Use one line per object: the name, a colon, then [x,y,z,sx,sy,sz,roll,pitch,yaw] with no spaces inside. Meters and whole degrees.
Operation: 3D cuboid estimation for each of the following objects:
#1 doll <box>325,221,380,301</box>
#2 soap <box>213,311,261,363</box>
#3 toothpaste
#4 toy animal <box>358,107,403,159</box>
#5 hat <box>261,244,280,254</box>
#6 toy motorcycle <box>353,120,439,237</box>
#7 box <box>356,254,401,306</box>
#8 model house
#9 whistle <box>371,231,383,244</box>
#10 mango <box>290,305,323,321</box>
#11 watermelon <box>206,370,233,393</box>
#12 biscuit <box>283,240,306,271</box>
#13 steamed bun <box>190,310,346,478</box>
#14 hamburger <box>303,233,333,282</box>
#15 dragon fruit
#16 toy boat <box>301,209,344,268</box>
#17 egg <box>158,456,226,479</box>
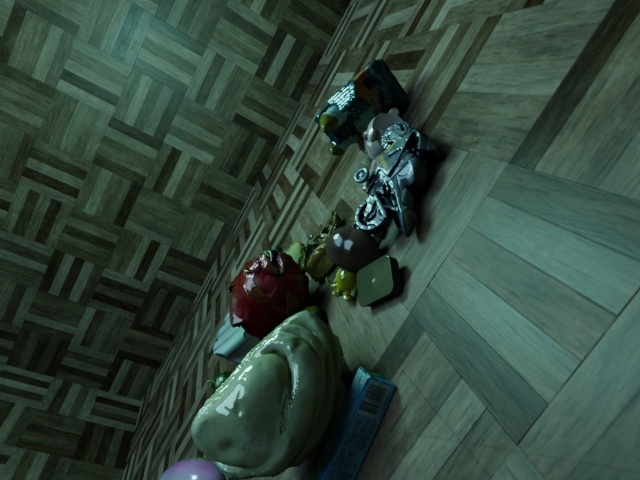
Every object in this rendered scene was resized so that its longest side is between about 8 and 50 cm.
doll: [0.068,0.048,1.055,0.145,0.096,0.188,43,117,26]
soap: [-0.275,0.329,1.558,0.347,0.115,0.208,-44,28,44]
toothpaste: [0.051,0.371,0.785,0.266,0.065,0.050,-66,21,-2]
toy animal: [0.175,-0.270,1.193,0.212,0.124,0.124,105,-175,-77]
hat: [-0.222,0.091,1.755,0.138,0.078,0.191,-53,23,33]
toy motorcycle: [0.182,-0.152,0.992,0.173,0.108,0.307,3,71,42]
box: [0.129,0.093,0.944,0.126,0.031,0.091,-40,46,49]
model house: [0.086,-0.358,1.250,0.253,0.184,0.291,-27,16,47]
whistle: [0.142,-0.031,1.070,0.035,0.035,0.100,-179,99,-68]
mango: [-0.081,0.290,1.142,0.267,0.111,0.133,-60,0,-7]
watermelon: [-0.343,0.517,1.520,0.109,0.109,0.109,-50,25,34]
biscuit: [-0.115,0.090,1.560,0.273,0.036,0.187,-30,40,58]
steamed bun: [-0.077,0.335,0.871,0.339,0.247,0.352,-44,-3,-33]
hamburger: [-0.002,0.033,1.260,0.176,0.102,0.087,-52,12,32]
dragon fruit: [-0.152,0.174,1.252,0.315,0.250,0.250,-47,26,34]
toy boat: [0.000,0.000,1.332,0.206,0.072,0.064,-61,21,10]
egg: [-0.368,0.729,1.219,0.271,0.196,0.196,-22,45,42]
